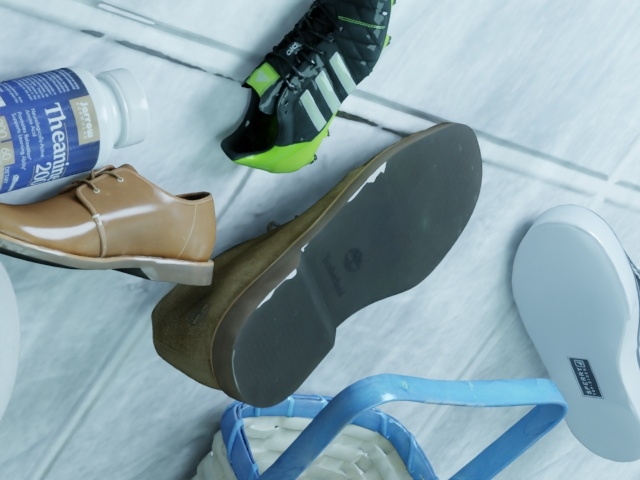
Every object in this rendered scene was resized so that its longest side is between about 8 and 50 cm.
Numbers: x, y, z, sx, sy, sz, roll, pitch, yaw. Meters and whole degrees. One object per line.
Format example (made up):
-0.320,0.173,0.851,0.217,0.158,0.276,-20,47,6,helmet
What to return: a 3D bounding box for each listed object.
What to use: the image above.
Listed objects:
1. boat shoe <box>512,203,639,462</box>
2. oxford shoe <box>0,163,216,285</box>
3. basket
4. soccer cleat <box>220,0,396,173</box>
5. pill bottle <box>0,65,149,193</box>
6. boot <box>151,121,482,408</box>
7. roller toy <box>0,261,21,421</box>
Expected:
0.249,0.064,1.721,0.102,0.108,0.301,-59,141,-34,boat shoe
-0.155,-0.016,1.304,0.212,0.076,0.076,6,96,-46,oxford shoe
0.035,0.202,1.571,0.255,0.201,0.289,7,132,-45,basket
-0.008,-0.117,1.329,0.072,0.060,0.179,0,130,-41,soccer cleat
-0.169,-0.070,1.220,0.120,0.067,0.067,-17,137,-30,pill bottle
0.000,0.000,1.437,0.305,0.115,0.112,-39,125,-34,boot
-0.285,0.060,1.139,0.191,0.209,0.146,-31,147,20,roller toy
